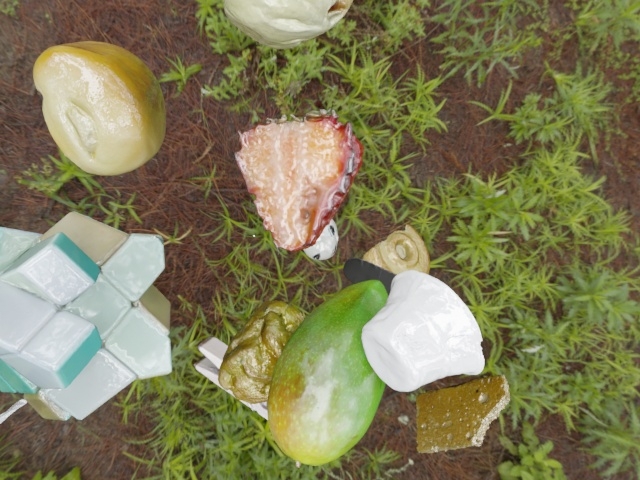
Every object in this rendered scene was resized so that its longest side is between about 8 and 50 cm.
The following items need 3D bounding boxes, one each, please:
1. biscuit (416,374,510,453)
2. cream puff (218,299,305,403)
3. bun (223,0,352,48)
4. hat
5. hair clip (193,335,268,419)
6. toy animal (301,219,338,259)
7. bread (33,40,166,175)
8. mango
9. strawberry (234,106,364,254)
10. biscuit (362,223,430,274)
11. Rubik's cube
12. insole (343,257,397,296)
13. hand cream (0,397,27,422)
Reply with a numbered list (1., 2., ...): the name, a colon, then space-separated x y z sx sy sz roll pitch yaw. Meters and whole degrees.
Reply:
1. biscuit: 0.296 0.368 0.975 0.026 0.237 0.131 28 49 -29
2. cream puff: -0.116 0.247 1.025 0.244 0.244 0.196 -46 111 -5
3. bun: -0.019 -0.344 0.611 0.134 0.220 0.220 44 85 -1
4. hat: 0.144 0.160 0.743 0.126 0.203 0.203 -28 95 -24
5. hair clip: -0.197 0.385 1.265 0.330 0.085 0.101 28 112 14
6. toy animal: 0.000 0.000 1.573 0.138 0.179 0.166 -12 105 -5
7. bread: -0.563 -0.362 1.246 0.252 0.376 0.348 -17 114 3
8. mango: 0.033 0.225 0.870 0.201 0.225 0.382 12 50 25
9. strawberry: -0.019 -0.136 0.989 0.253 0.150 0.280 -22 87 12
10. biscuit: 0.277 0.072 1.564 0.213 0.091 0.274 53 48 0
11. Rubik's cube: -0.301 0.073 0.561 0.265 0.213 0.224 58 42 -19
12. insole: 0.216 0.134 1.143 0.348 0.009 0.119 25 130 10
13. hand cream: -0.631 0.381 0.845 0.050 0.084 0.257 40 65 -10
